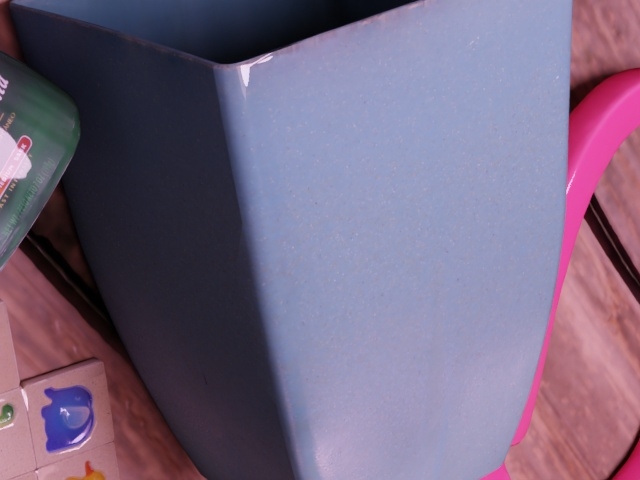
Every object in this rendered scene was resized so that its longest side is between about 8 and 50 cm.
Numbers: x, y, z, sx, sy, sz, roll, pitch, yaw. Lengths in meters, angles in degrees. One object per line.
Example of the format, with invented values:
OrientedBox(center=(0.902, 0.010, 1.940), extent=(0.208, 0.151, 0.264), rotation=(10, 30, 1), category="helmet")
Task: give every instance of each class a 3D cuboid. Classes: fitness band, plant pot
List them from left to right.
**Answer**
OrientedBox(center=(0.000, 0.000, 0.599), extent=(0.165, 0.165, 0.234), rotation=(-24, 119, -31), category="plant pot")
OrientedBox(center=(0.168, 0.045, 0.801), extent=(0.209, 0.054, 0.291), rotation=(13, 93, -40), category="fitness band")

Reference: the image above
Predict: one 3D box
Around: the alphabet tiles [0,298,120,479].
OrientedBox(center=(-0.170, 0.151, 0.596), extent=(0.198, 0.009, 0.237), rotation=(-17, 109, -33), category="alphabet tiles")

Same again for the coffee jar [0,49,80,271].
OrientedBox(center=(-0.182, -0.059, 0.496), extent=(0.184, 0.079, 0.096), rotation=(35, 82, -36), category="coffee jar")
